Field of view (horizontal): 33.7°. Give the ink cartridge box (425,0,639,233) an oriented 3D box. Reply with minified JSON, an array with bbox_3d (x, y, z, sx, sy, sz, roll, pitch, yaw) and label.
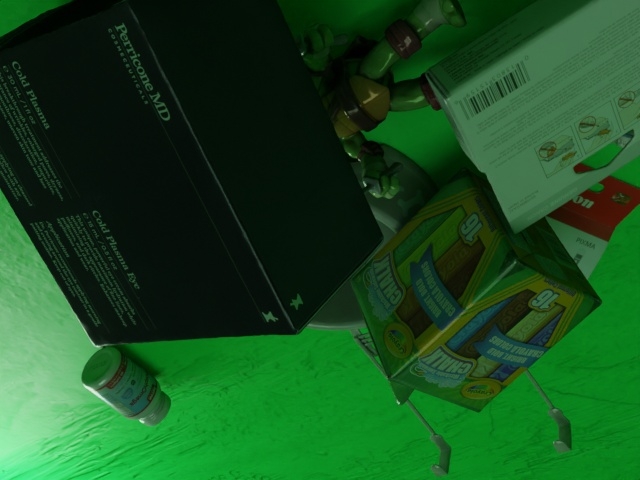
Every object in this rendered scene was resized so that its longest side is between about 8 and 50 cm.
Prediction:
[{"bbox_3d":[0.280,-0.164,1.160,0.275,0.060,0.239,-32,135,3],"label":"ink cartridge box"}]

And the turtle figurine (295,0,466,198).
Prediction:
[{"bbox_3d":[0.058,-0.153,1.182,0.266,0.198,0.274,-30,169,18],"label":"turtle figurine"}]

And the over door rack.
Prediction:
[{"bbox_3d":[0.218,0.199,1.644,0.239,0.108,0.324,-20,111,31],"label":"over door rack"}]

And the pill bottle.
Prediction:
[{"bbox_3d":[-0.343,0.264,1.887,0.087,0.087,0.160,-19,133,31],"label":"pill bottle"}]

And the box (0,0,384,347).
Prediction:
[{"bbox_3d":[-0.158,-0.082,1.067,0.312,0.179,0.343,-6,118,41],"label":"box"}]

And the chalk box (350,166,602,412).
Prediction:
[{"bbox_3d":[0.169,0.087,1.348,0.179,0.180,0.289,25,118,-37],"label":"chalk box"}]

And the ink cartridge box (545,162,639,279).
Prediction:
[{"bbox_3d":[0.300,-0.011,1.438,0.189,0.066,0.232,21,143,-12],"label":"ink cartridge box"}]

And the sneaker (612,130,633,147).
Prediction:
[{"bbox_3d":[0.317,-0.166,1.246,0.190,0.071,0.083,6,135,-8],"label":"sneaker"}]

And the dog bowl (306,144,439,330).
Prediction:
[{"bbox_3d":[0.000,0.000,1.482,0.348,0.102,0.349,6,140,5],"label":"dog bowl"}]
